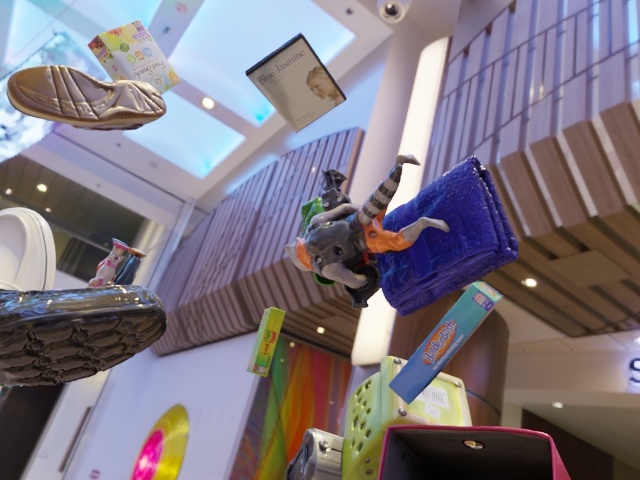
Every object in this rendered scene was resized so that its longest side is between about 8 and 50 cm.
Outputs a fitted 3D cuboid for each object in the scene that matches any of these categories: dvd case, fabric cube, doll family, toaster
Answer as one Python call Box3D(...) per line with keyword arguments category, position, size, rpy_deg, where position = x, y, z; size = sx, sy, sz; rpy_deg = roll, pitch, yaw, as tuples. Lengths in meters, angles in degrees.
Box3D(category="dvd case", position=(-0.060, -0.420, 1.427), size=(0.180, 0.022, 0.253), rpy_deg=(-30, -39, 15))
Box3D(category="fabric cube", position=(0.241, 0.453, 0.782), size=(0.254, 0.259, 0.258), rpy_deg=(-9, -44, 31))
Box3D(category="doll family", position=(-0.450, 0.095, 1.175), size=(0.118, 0.163, 0.263), rpy_deg=(29, -8, -19))
Box3D(category="toaster", position=(0.009, 0.534, 1.171), size=(0.146, 0.129, 0.227), rpy_deg=(17, -63, -11))

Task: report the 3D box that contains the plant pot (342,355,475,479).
Box3D(category="plant pot", position=(0.188, 0.387, 1.095), size=(0.228, 0.227, 0.207), rpy_deg=(20, -59, -5))

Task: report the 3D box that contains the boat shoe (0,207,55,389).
Box3D(category="boat shoe", position=(-0.288, 0.065, 0.439), size=(0.083, 0.226, 0.076), rpy_deg=(4, -24, -3))

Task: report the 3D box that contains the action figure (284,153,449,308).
Box3D(category="action figure", position=(0.058, -0.055, 1.065), size=(0.330, 0.341, 0.178), rpy_deg=(-34, -30, 24))

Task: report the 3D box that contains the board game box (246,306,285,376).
Box3D(category="board game box", position=(-0.151, 0.280, 1.449), size=(0.043, 0.181, 0.092), rpy_deg=(20, -16, -13))

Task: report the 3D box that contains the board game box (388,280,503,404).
Box3D(category="board game box", position=(0.211, 0.162, 0.863), size=(0.047, 0.210, 0.160), rpy_deg=(41, 12, 20))

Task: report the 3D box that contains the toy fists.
Box3D(category="toy fists", position=(0.000, 0.000, 1.439), size=(0.096, 0.142, 0.279), rpy_deg=(-2, -38, 10))

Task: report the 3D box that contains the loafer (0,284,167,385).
Box3D(category="loafer", position=(-0.223, 0.061, 0.365), size=(0.223, 0.078, 0.076), rpy_deg=(-11, -44, -14))

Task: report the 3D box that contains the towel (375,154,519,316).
Box3D(category="towel", position=(0.224, -0.001, 1.052), size=(0.076, 0.227, 0.308), rpy_deg=(4, -28, -39))

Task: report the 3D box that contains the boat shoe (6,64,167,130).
Box3D(category="boat shoe", position=(-0.488, -0.274, 1.095), size=(0.123, 0.123, 0.342), rpy_deg=(-27, -3, 33))

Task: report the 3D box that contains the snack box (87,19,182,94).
Box3D(category="snack box", position=(-0.527, -0.506, 1.506), size=(0.070, 0.174, 0.207), rpy_deg=(-17, -66, 38))
